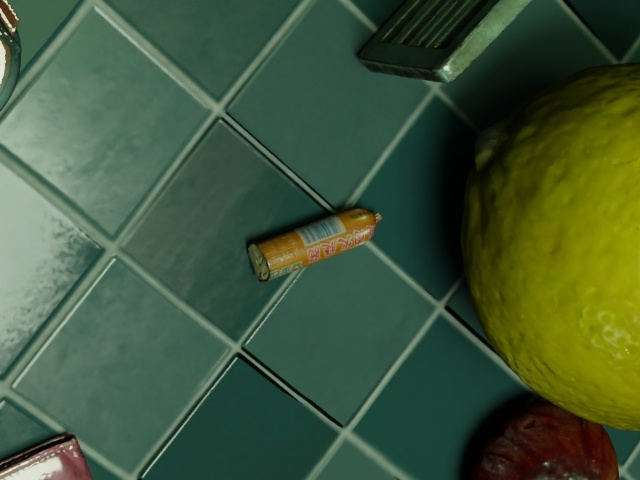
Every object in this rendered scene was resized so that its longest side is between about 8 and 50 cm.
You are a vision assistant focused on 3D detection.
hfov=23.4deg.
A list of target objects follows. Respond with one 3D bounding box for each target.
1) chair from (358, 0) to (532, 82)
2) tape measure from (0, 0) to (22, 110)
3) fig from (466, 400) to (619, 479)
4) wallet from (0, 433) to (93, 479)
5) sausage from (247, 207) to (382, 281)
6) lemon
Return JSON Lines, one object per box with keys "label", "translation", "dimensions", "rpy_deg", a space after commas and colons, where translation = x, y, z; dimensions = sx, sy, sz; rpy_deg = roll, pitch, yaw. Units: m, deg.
{"label": "chair", "translation": [0.117, -0.257, 1.100], "dimensions": [0.270, 0.136, 0.147], "rpy_deg": [-42, 114, -12]}
{"label": "tape measure", "translation": [-0.192, -0.108, 0.837], "dimensions": [0.107, 0.180, 0.104], "rpy_deg": [36, 68, -31]}
{"label": "fig", "translation": [0.180, 0.204, 1.233], "dimensions": [0.128, 0.150, 0.128], "rpy_deg": [1, 130, 1]}
{"label": "wallet", "translation": [-0.194, 0.262, 1.111], "dimensions": [0.119, 0.025, 0.232], "rpy_deg": [-23, 110, -20]}
{"label": "sausage", "translation": [0.000, 0.000, 1.152], "dimensions": [0.107, 0.031, 0.031], "rpy_deg": [-19, 108, -22]}
{"label": "lemon", "translation": [0.240, 0.006, 1.141], "dimensions": [0.293, 0.293, 0.293], "rpy_deg": [-6, 103, -25]}
